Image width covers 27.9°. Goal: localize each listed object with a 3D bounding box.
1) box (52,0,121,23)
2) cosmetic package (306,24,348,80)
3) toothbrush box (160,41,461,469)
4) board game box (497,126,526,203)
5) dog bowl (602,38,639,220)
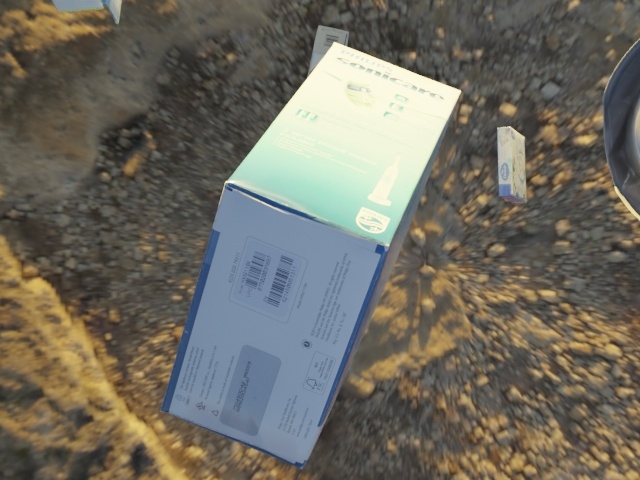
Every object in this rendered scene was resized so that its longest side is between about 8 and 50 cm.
[{"bbox_3d":[-0.177,-0.240,0.870,0.042,0.178,0.109,-4,60,10],"label":"box"},{"bbox_3d":[0.004,-0.209,1.638,0.041,0.115,0.060,12,47,-2],"label":"cosmetic package"},{"bbox_3d":[0.000,0.000,1.038,0.126,0.295,0.216,22,123,6],"label":"toothbrush box"},{"bbox_3d":[0.251,-0.097,1.684,0.020,0.090,0.090,-2,84,21],"label":"board game box"},{"bbox_3d":[0.566,-0.151,1.815,0.349,0.102,0.349,-1,86,9],"label":"dog bowl"}]
